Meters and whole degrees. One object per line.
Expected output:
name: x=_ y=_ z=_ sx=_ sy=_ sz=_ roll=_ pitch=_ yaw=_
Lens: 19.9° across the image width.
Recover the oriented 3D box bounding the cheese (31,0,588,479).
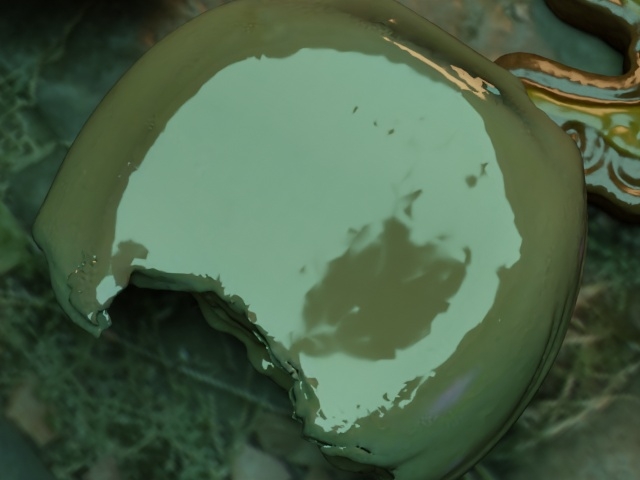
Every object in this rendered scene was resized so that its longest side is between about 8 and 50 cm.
cheese: x=0.000 y=0.000 z=0.928 sx=0.266 sy=0.127 sz=0.233 roll=36 pitch=75 yaw=12

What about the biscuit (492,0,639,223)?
biscuit: x=0.237 y=-0.062 z=0.994 sx=0.295 sy=0.044 sz=0.186 roll=23 pitch=75 yaw=8
